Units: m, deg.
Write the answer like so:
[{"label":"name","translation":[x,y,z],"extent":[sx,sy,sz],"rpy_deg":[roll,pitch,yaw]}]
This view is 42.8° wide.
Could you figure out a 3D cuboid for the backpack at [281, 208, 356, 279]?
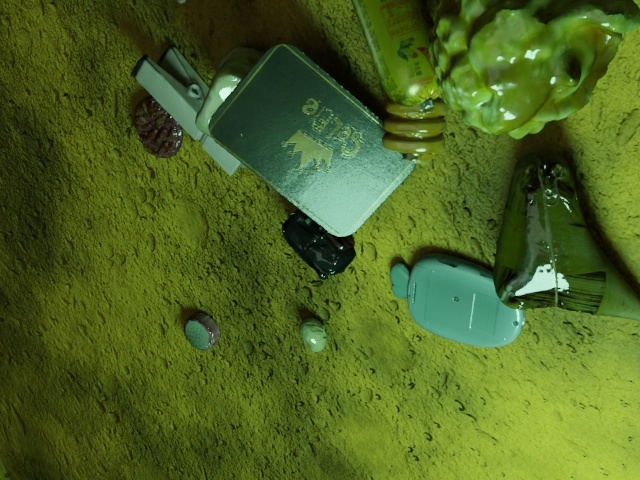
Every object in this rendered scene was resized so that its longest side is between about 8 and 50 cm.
[{"label":"backpack","translation":[-0.002,-0.001,1.765],"extent":[0.106,0.120,0.165],"rpy_deg":[-45,82,19]}]

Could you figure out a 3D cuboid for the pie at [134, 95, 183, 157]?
[{"label":"pie","translation":[-0.392,-0.271,1.964],"extent":[0.154,0.036,0.154],"rpy_deg":[15,118,30]}]

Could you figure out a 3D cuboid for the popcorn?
[{"label":"popcorn","translation":[0.318,-0.321,1.270],"extent":[0.279,0.274,0.335],"rpy_deg":[16,121,-2]}]

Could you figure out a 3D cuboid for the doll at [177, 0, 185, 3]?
[{"label":"doll","translation":[-0.302,-0.693,1.625],"extent":[0.423,0.161,0.348],"rpy_deg":[-34,95,35]}]

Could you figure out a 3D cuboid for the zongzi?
[{"label":"zongzi","translation":[0.468,-0.001,1.432],"extent":[0.300,0.145,0.273],"rpy_deg":[11,113,12]}]

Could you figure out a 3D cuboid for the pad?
[{"label":"pad","translation":[0.011,-0.201,1.565],"extent":[0.375,0.063,0.315],"rpy_deg":[37,105,-17]}]

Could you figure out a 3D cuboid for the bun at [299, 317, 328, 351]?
[{"label":"bun","translation":[-0.012,0.216,1.899],"extent":[0.055,0.086,0.086],"rpy_deg":[-32,91,10]}]

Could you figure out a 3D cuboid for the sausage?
[{"label":"sausage","translation":[0.133,-0.382,1.438],"extent":[0.123,0.123,0.347],"rpy_deg":[-28,76,41]}]

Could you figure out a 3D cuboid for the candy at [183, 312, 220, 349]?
[{"label":"candy","translation":[-0.312,0.239,2.143],"extent":[0.103,0.043,0.103],"rpy_deg":[16,119,30]}]

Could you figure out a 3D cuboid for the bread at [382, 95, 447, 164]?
[{"label":"bread","translation":[0.176,-0.233,1.530],"extent":[0.119,0.084,0.177],"rpy_deg":[6,108,16]}]

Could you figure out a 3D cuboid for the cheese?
[{"label":"cheese","translation":[-0.118,-0.290,1.695],"extent":[0.248,0.251,0.173],"rpy_deg":[22,116,-18]}]

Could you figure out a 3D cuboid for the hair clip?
[{"label":"hair clip","translation":[-0.275,-0.290,1.835],"extent":[0.331,0.101,0.085],"rpy_deg":[49,127,3]}]

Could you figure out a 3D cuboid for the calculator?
[{"label":"calculator","translation":[0.271,0.122,1.669],"extent":[0.299,0.041,0.185],"rpy_deg":[18,121,26]}]
